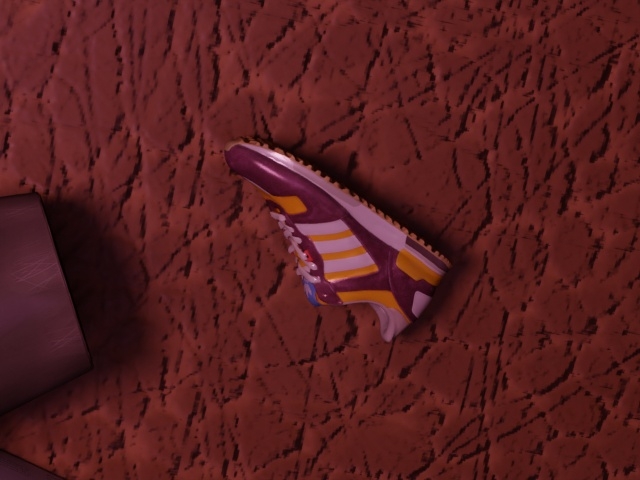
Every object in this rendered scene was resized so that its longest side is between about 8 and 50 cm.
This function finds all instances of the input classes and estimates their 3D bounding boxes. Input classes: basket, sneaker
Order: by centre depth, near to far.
[{"bbox_3d":[-0.278,0.062,1.287,0.227,0.154,0.204,-17,81,-7],"label":"basket"},{"bbox_3d":[0.000,0.000,1.343,0.185,0.069,0.084,33,93,-12],"label":"sneaker"}]

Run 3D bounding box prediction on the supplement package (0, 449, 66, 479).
[{"bbox_3d":[-0.205,0.286,1.354,0.262,0.145,0.204,26,100,-12],"label":"supplement package"}]
